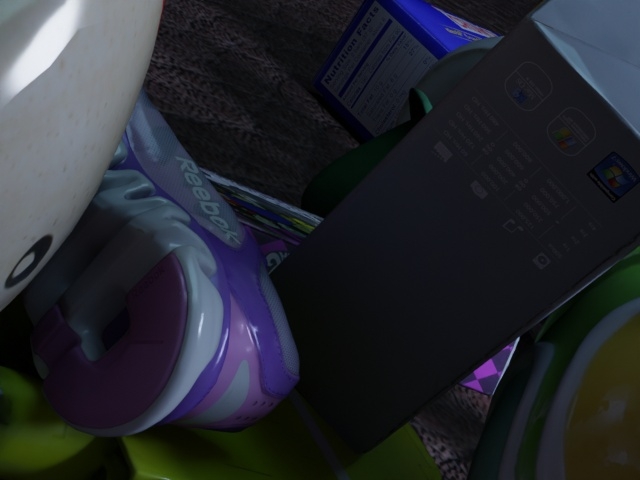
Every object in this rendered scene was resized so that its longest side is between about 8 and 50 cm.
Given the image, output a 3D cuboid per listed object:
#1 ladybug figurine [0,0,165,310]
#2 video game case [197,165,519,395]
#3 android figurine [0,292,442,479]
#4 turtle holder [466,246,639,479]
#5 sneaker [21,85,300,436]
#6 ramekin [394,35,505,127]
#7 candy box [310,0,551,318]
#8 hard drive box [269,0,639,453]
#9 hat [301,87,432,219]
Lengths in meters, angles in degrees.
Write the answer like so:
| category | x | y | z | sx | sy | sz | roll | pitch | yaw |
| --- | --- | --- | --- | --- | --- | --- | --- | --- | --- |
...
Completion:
| category | x | y | z | sx | sy | sz | roll | pitch | yaw |
| --- | --- | --- | --- | --- | --- | --- | --- | --- | --- |
| ladybug figurine | -0.195 | -0.106 | 0.641 | 0.449 | 0.305 | 0.162 | -113 | -177 | -48 |
| video game case | -0.040 | -0.002 | 0.905 | 0.232 | 0.042 | 0.210 | 23 | 5 | -25 |
| android figurine | -0.050 | 0.082 | 0.757 | 0.273 | 0.056 | 0.248 | 22 | 22 | -40 |
| turtle holder | 0.181 | 0.117 | 0.705 | 0.243 | 0.320 | 0.227 | 43 | 47 | 2 |
| sneaker | -0.077 | -0.007 | 0.709 | 0.104 | 0.095 | 0.236 | 24 | 27 | -44 |
| ramekin | 0.144 | -0.052 | 1.268 | 0.109 | 0.207 | 0.207 | 5 | 34 | -43 |
| candy box | 0.182 | -0.065 | 1.507 | 0.268 | 0.122 | 0.317 | 11 | 31 | -53 |
| hard drive box | 0.092 | -0.033 | 0.734 | 0.089 | 0.232 | 0.181 | 47 | 46 | 2 |
| hat | 0.000 | 0.000 | 1.141 | 0.173 | 0.183 | 0.208 | -108 | -178 | -59 |
